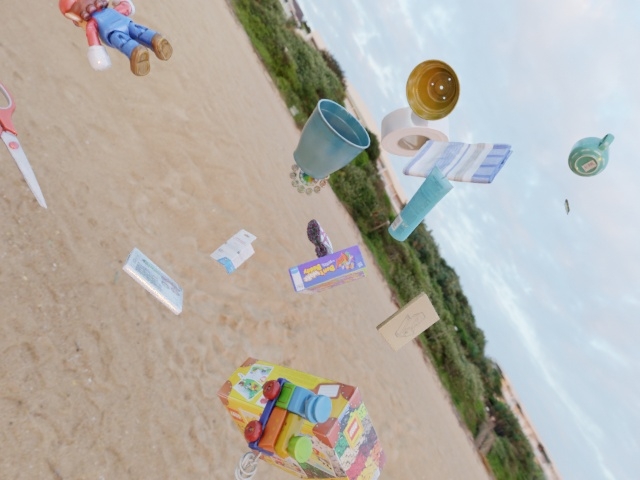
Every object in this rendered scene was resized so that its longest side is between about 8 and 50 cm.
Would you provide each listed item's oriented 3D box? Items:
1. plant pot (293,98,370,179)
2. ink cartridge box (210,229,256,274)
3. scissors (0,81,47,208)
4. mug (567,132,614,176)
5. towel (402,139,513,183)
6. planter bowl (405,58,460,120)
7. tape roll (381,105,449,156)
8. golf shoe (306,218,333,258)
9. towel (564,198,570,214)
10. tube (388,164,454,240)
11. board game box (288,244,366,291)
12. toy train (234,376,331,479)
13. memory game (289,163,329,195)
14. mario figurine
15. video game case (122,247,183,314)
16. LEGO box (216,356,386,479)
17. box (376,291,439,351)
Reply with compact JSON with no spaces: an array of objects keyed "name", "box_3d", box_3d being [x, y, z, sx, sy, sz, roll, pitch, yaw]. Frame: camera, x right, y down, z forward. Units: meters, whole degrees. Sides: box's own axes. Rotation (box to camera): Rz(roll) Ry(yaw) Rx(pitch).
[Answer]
[{"name":"plant pot","box_3d":[0.025,-0.408,1.891,0.272,0.255,0.271,28,38,-24]},{"name":"ink cartridge box","box_3d":[-0.347,0.044,1.826,0.104,0.180,0.060,28,-31,36]},{"name":"scissors","box_3d":[-0.584,-0.198,0.849,0.297,0.021,0.109,50,44,-7]},{"name":"mug","box_3d":[0.965,-0.306,1.601,0.129,0.097,0.158,14,-47,30]},{"name":"towel","box_3d":[0.419,-0.249,1.378,0.285,0.209,0.034,14,-44,36]},{"name":"planter bowl","box_3d":[0.436,-0.566,1.663,0.090,0.217,0.217,-31,93,-43]},{"name":"tape roll","box_3d":[0.401,-0.457,1.894,0.286,0.286,0.100,49,41,-71]},{"name":"golf shoe","box_3d":[0.000,0.000,1.832,0.086,0.067,0.186,13,52,-58]},{"name":"towel","box_3d":[1.084,-0.146,1.957,0.083,0.009,0.060,24,58,-63]},{"name":"tube","box_3d":[0.250,-0.086,1.129,0.052,0.207,0.080,-4,50,-41]},{"name":"board game box","box_3d":[0.039,0.110,1.537,0.347,0.233,0.078,50,21,-79]},{"name":"toy train","box_3d":[-0.077,0.408,0.885,0.105,0.143,0.248,45,57,-33]},{"name":"memory game","box_3d":[-0.050,-0.298,2.052,0.186,0.186,0.012,61,-4,3]},{"name":"mario figurine","box_3d":[-0.556,-0.558,1.201,0.320,0.170,0.198,37,28,8]},{"name":"video game case","box_3d":[-0.378,0.090,1.020,0.157,0.019,0.143,48,-2,-21]},{"name":"LEGO box","box_3d":[-0.065,0.645,1.548,0.193,0.500,0.372,-45,125,-40]},{"name":"box","box_3d":[0.303,0.283,1.528,0.164,0.201,0.021,53,-1,-39]}]
